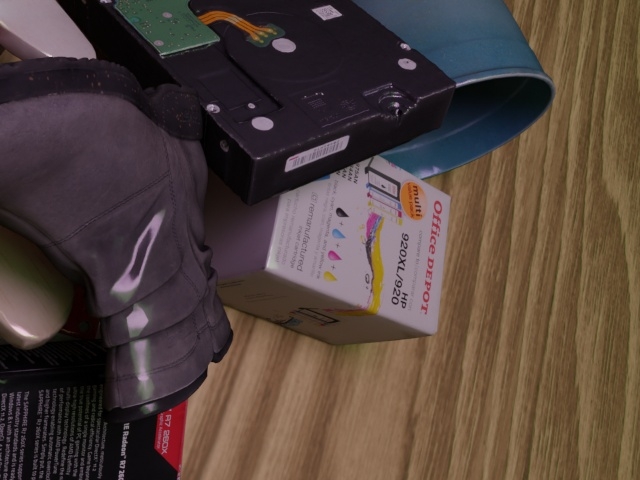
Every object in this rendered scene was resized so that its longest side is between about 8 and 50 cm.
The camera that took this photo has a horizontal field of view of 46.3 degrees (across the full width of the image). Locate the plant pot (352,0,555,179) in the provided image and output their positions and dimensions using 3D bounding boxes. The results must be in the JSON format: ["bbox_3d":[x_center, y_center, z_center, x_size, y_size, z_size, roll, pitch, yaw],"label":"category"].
[{"bbox_3d":[0.102,-0.233,0.901,0.272,0.272,0.255,-6,71,-40],"label":"plant pot"}]

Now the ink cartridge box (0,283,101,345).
[{"bbox_3d":[-0.273,0.050,0.669,0.145,0.045,0.179,-41,101,-36],"label":"ink cartridge box"}]

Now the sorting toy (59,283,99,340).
[{"bbox_3d":[-0.217,-0.043,0.667,0.132,0.046,0.274,25,69,-30],"label":"sorting toy"}]

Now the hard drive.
[{"bbox_3d":[-0.070,-0.190,0.719,0.237,0.064,0.339,-26,59,-33],"label":"hard drive"}]

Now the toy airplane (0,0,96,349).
[{"bbox_3d":[-0.354,-0.124,0.512,0.384,0.272,0.386,28,32,-43],"label":"toy airplane"}]

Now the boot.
[{"bbox_3d":[-0.136,0.013,0.464,0.338,0.118,0.222,-23,105,-70],"label":"boot"}]

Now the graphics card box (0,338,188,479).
[{"bbox_3d":[-0.286,0.199,0.555,0.371,0.094,0.232,1,99,-41],"label":"graphics card box"}]

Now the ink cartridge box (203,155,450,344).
[{"bbox_3d":[0.000,0.000,0.815,0.233,0.168,0.171,24,67,-35],"label":"ink cartridge box"}]
